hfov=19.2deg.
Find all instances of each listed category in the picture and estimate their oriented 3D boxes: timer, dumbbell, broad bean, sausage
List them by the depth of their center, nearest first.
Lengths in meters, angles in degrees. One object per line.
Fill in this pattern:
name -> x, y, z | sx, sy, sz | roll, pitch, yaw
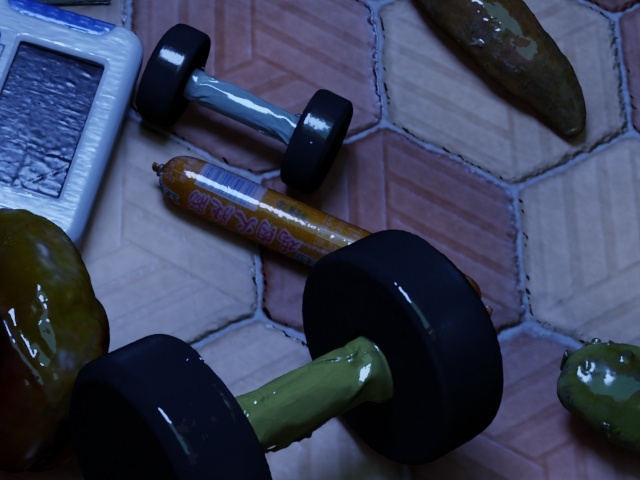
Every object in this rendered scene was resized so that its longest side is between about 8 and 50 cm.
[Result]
dumbbell -> -0.026, 0.135, 1.578 | 0.322, 0.204, 0.204 | -25, 67, -31
broad bean -> -0.257, 0.086, 1.628 | 0.122, 0.156, 0.228 | 11, 57, -42
timer -> -0.279, -0.103, 1.767 | 0.178, 0.078, 0.253 | 17, 60, -3
sausage -> 0.000, 0.000, 1.770 | 0.348, 0.053, 0.053 | 23, 59, 4
dumbbell -> -0.072, -0.126, 1.803 | 0.191, 0.100, 0.100 | 26, 59, 5

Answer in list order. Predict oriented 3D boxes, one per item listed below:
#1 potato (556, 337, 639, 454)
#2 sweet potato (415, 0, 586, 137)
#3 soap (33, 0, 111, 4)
potato -> 0.324, 0.147, 1.721 | 0.225, 0.090, 0.117 | 9, 59, -6
sweet potato -> 0.167, -0.221, 1.909 | 0.097, 0.097, 0.292 | -27, 72, -23
soap -> -0.301, -0.282, 1.845 | 0.198, 0.114, 0.063 | -4, 60, -13
